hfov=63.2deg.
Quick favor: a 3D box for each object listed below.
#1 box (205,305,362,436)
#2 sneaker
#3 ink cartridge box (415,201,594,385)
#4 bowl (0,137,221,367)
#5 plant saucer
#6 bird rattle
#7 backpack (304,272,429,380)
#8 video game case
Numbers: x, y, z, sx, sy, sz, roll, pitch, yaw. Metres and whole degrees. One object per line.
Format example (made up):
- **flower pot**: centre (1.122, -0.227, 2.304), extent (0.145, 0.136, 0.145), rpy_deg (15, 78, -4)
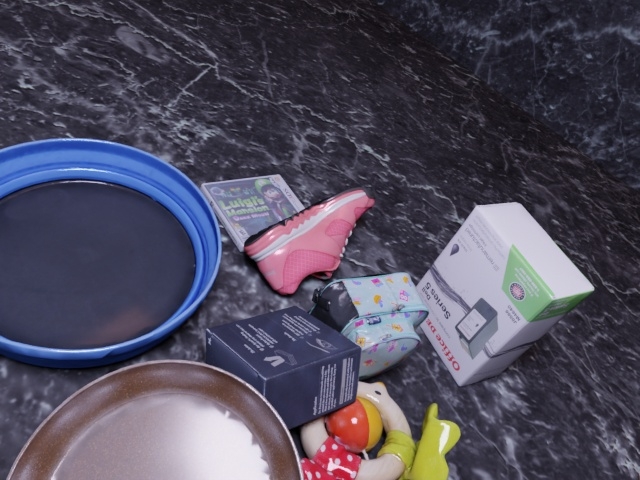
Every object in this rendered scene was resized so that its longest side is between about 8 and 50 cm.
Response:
- **box**: centre (-0.054, 0.174, 0.724), extent (0.159, 0.093, 0.156), rpy_deg (-9, 21, -37)
- **sneaker**: centre (-0.001, 0.000, 0.986), extent (0.314, 0.116, 0.136), rpy_deg (-30, 97, -38)
- **ink cartridge box**: centre (0.295, 0.098, 0.915), extent (0.115, 0.272, 0.198), rpy_deg (-6, 51, -32)
- **bowl**: centre (-0.346, 0.007, 0.766), extent (0.392, 0.077, 0.390), rpy_deg (13, 47, -14)
- **plant saucer**: centre (-0.172, 0.286, 0.558), extent (0.311, 0.050, 0.310), rpy_deg (4, 58, -7)
- **bird rattle**: centre (0.049, 0.291, 0.723), extent (0.254, 0.143, 0.206), rpy_deg (-7, 38, -19)
- **backpack**: centre (0.080, 0.134, 0.834), extent (0.189, 0.165, 0.144), rpy_deg (-14, 57, -35)
- **video game case**: centre (-0.117, -0.061, 1.039), extent (0.191, 0.022, 0.173), rpy_deg (-13, 55, -39)
